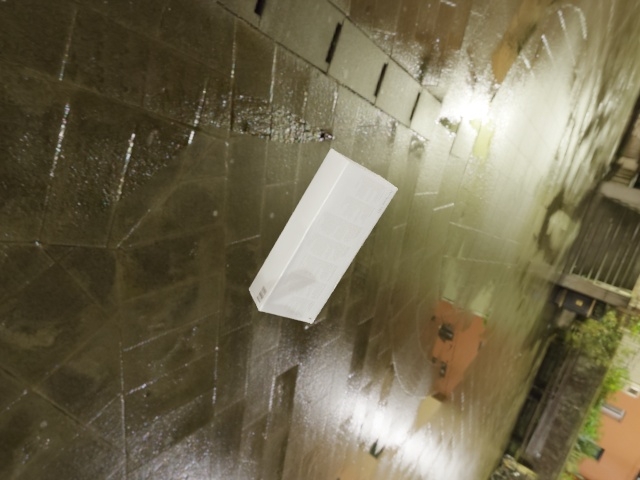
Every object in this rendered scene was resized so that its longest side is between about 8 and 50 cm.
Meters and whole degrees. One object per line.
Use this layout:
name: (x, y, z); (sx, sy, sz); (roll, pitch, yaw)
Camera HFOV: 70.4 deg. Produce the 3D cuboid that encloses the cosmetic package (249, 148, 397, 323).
cosmetic package: (0.000, 0.000, 0.648); (0.098, 0.060, 0.239); (23, 106, -34)
